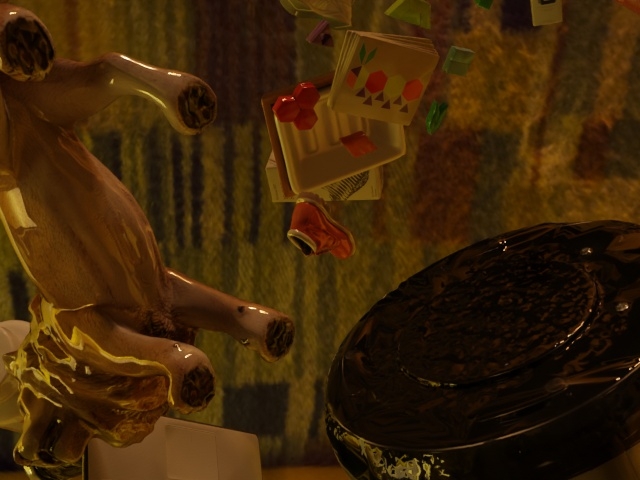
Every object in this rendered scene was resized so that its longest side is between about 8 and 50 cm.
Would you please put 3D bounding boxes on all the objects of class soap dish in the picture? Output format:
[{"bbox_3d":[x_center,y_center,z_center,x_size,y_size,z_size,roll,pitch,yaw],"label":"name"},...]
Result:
[{"bbox_3d":[0.026,-0.242,1.721,0.291,0.118,0.228,-21,124,-13],"label":"soap dish"}]

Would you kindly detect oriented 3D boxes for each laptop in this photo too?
[{"bbox_3d":[-0.093,0.411,1.094,0.236,0.407,0.382,-21,152,25],"label":"laptop"}]

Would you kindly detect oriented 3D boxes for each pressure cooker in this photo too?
[{"bbox_3d":[0.237,0.239,0.786,0.370,0.375,0.420,-29,110,1],"label":"pressure cooker"}]

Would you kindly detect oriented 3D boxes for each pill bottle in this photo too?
[{"bbox_3d":[-0.330,0.162,0.949,0.117,0.117,0.215,-21,156,6],"label":"pill bottle"}]

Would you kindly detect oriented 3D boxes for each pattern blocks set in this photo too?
[{"bbox_3d":[0.101,-0.273,1.386,0.325,0.026,0.285,14,115,-36],"label":"pattern blocks set"}]

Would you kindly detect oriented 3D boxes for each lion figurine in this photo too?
[{"bbox_3d":[-0.165,-0.011,0.538,0.240,0.142,0.392,10,122,39],"label":"lion figurine"}]

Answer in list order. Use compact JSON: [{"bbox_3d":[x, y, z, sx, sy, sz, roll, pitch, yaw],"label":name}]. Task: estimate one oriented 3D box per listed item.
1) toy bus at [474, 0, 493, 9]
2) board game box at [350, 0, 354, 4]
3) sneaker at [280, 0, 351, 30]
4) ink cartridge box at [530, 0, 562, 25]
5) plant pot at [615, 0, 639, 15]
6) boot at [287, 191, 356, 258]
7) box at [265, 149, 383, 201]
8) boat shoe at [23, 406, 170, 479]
[{"bbox_3d":[0.264,-0.536,1.517,0.202,0.104,0.190,5,117,-8],"label":"toy bus"},{"bbox_3d":[-0.007,-0.710,1.724,0.390,0.050,0.389,21,101,-44],"label":"board game box"},{"bbox_3d":[-0.009,-0.436,1.511,0.152,0.054,0.061,13,79,-31],"label":"sneaker"},{"bbox_3d":[0.203,-0.244,0.751,0.028,0.048,0.083,-5,144,15],"label":"ink cartridge box"},{"bbox_3d":[0.531,-0.345,1.038,0.265,0.272,0.272,22,113,-4],"label":"plant pot"},{"bbox_3d":[0.000,0.000,1.311,0.059,0.084,0.158,-1,148,37],"label":"boot"},{"bbox_3d":[0.013,-0.164,2.034,0.275,0.094,0.113,-2,127,13],"label":"box"},{"bbox_3d":[-0.355,0.313,1.445,0.113,0.340,0.127,-31,82,32],"label":"boat shoe"}]
